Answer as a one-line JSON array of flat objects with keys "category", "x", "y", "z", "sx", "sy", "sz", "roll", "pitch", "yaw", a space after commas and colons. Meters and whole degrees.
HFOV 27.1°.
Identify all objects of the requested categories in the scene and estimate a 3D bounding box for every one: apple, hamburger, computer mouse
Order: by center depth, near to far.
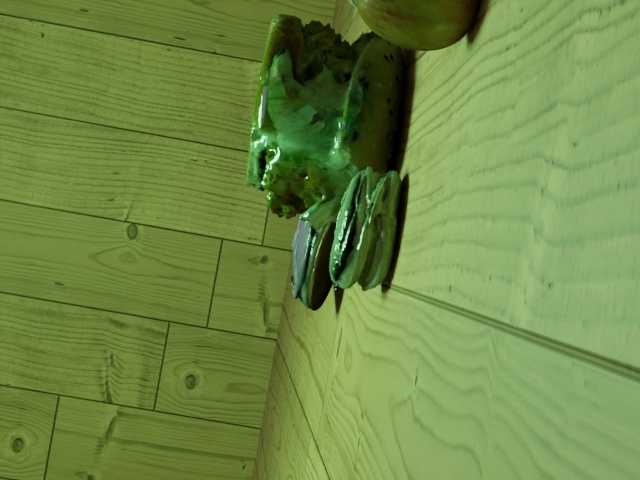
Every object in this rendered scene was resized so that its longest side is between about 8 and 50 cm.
[{"category": "apple", "x": 0.082, "y": -0.222, "z": 1.106, "sx": 0.126, "sy": 0.102, "sz": 0.126, "roll": -171, "pitch": 90, "yaw": -86}, {"category": "hamburger", "x": 0.047, "y": -0.011, "z": 1.393, "sx": 0.140, "sy": 0.062, "sz": 0.133, "roll": 107, "pitch": 174, "yaw": -78}, {"category": "hamburger", "x": 0.007, "y": -0.152, "z": 1.536, "sx": 0.192, "sy": 0.167, "sz": 0.288, "roll": 106, "pitch": 174, "yaw": -67}, {"category": "computer mouse", "x": 0.000, "y": 0.000, "z": 1.986, "sx": 0.310, "sy": 0.071, "sz": 0.158, "roll": -95, "pitch": 17, "yaw": -75}]

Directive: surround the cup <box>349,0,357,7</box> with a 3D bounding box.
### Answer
[{"category": "cup", "x": 0.080, "y": -0.378, "z": 1.829, "sx": 0.102, "sy": 0.074, "sz": 0.099, "roll": 143, "pitch": 136, "yaw": -63}]
